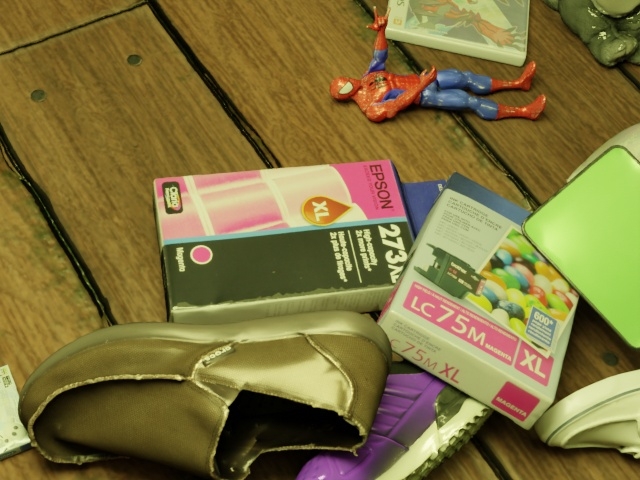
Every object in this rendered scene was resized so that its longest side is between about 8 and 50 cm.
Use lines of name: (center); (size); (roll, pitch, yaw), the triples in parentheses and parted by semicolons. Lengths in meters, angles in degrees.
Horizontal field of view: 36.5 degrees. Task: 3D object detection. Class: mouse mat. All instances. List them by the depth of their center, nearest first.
mouse mat: (0.332, 0.005, 1.051); (0.152, 0.007, 0.190); (-39, 73, -3)

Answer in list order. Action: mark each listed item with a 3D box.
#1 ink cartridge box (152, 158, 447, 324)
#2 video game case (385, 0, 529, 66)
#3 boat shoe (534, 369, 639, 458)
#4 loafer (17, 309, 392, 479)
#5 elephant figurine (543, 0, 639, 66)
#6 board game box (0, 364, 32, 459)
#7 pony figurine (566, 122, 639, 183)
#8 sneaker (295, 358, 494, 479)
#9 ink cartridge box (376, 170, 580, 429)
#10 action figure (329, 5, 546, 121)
ink cartridge box: (0.000, 0.000, 1.117); (0.370, 0.069, 0.176); (-5, 58, -14)
video game case: (0.199, -0.340, 1.388); (0.201, 0.023, 0.184); (12, 56, -1)
boat shoe: (0.354, 0.188, 1.026); (0.258, 0.095, 0.084); (-12, 55, -14)
loafer: (-0.114, 0.153, 0.897); (0.365, 0.134, 0.130); (-12, 41, 9)
elephant figurine: (0.434, -0.367, 1.311); (0.185, 0.239, 0.169); (-6, 59, -12)
board game box: (-0.342, 0.181, 0.968); (0.090, 0.020, 0.090); (-19, 62, -20)
pony figurine: (0.494, -0.116, 1.120); (0.302, 0.363, 0.351); (39, 71, 24)
sneaker: (0.032, 0.195, 0.973); (0.293, 0.102, 0.146); (-28, 65, -32)
ink cartridge box: (0.189, 0.039, 1.062); (0.185, 0.065, 0.311); (29, 40, 1)
action figure: (0.153, -0.217, 1.239); (0.280, 0.139, 0.092); (-3, 56, -8)
